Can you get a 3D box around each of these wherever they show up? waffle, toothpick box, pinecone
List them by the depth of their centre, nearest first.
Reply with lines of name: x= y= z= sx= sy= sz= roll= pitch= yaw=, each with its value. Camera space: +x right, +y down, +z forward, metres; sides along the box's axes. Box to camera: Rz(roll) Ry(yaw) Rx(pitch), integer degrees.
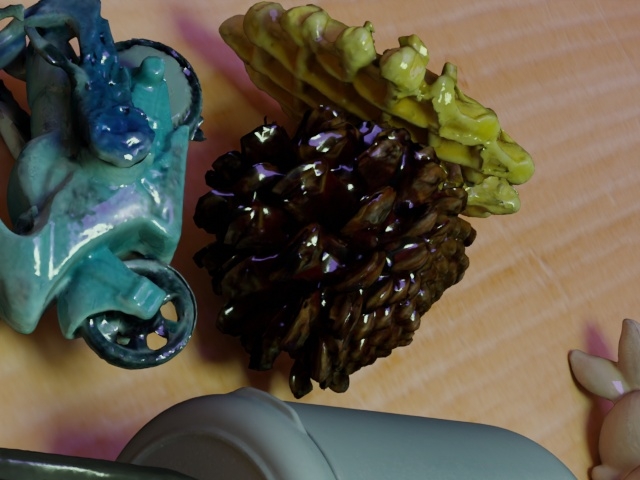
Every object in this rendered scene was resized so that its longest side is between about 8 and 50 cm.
toothpick box: x=0.035 y=0.226 z=1.208 sx=0.355 sy=0.263 sz=0.263 roll=10 pitch=58 yaw=-44
pinecone: x=0.000 y=0.000 z=1.337 sx=0.221 sy=0.221 sz=0.221 roll=26 pitch=48 yaw=-34
waffle: x=0.046 y=-0.098 z=1.430 sx=0.261 sy=0.250 sz=0.056 roll=39 pitch=73 yaw=-37

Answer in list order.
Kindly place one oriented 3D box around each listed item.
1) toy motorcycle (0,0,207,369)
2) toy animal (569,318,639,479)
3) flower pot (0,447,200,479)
toy motorcycle: x=-0.179 y=-0.041 z=1.225 sx=0.206 sy=0.154 sz=0.260 roll=10 pitch=59 yaw=-16
toy animal: x=0.301 y=0.177 z=1.612 sx=0.124 sy=0.124 sz=0.212 roll=29 pitch=41 yaw=-32
flower pot: x=-0.207 y=0.191 z=0.983 sx=0.269 sy=0.269 sz=0.166 roll=17 pitch=77 yaw=-40
